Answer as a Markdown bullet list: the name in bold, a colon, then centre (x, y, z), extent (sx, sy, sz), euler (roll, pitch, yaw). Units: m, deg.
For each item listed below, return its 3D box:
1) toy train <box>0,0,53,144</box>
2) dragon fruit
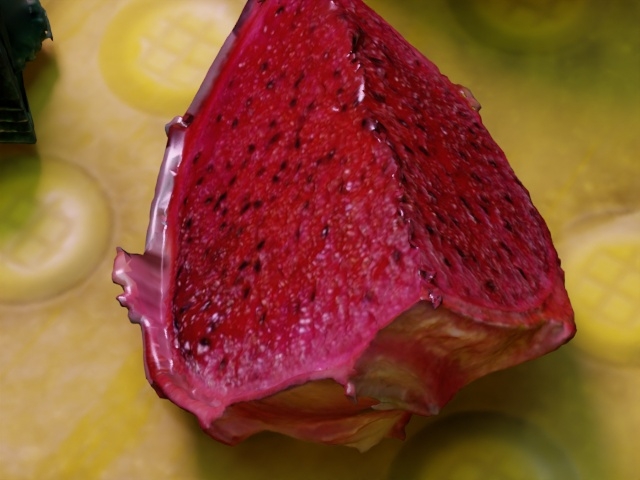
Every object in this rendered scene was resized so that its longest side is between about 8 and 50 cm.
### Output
- **toy train**: centre (-0.246, -0.178, 0.881), extent (0.178, 0.138, 0.330), euler (-17, 58, -4)
- **dragon fruit**: centre (0.004, 0.008, 0.775), extent (0.161, 0.126, 0.274), euler (-42, 37, 20)
